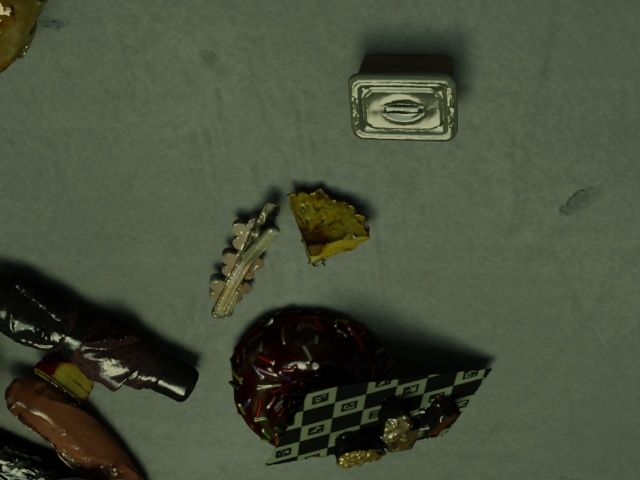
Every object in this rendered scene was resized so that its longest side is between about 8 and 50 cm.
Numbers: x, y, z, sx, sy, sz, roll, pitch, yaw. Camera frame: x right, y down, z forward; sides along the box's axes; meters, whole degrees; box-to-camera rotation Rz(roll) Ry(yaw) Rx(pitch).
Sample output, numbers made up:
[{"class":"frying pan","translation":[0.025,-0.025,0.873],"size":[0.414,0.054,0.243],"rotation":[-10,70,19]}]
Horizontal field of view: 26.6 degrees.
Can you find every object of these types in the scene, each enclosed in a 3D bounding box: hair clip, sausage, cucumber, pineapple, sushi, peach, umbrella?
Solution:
[{"class":"hair clip","translation":[-0.099,0.022,1.743],"size":[0.062,0.056,0.214],"rotation":[12,141,-20]},{"class":"sausage","translation":[-0.347,0.313,2.013],"size":[0.087,0.079,0.327],"rotation":[-25,123,14]},{"class":"cucumber","translation":[-0.507,0.320,2.056],"size":[0.303,0.072,0.081],"rotation":[27,142,-10]},{"class":"pineapple","translation":[0.000,0.000,1.690],"size":[0.114,0.077,0.114],"rotation":[19,144,1]},{"class":"sushi","translation":[0.086,0.251,1.797],"size":[0.279,0.043,0.193],"rotation":[-4,144,-27]},{"class":"peach","translation":[-0.360,0.191,1.930],"size":[0.083,0.050,0.077],"rotation":[35,160,2]},{"class":"umbrella","translation":[-0.317,0.139,1.856],"size":[0.326,0.090,0.094],"rotation":[28,107,-11]}]

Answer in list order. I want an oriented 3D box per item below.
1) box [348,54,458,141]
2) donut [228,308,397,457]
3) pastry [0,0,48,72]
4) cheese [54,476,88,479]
[{"class":"box","translation":[0.096,-0.164,1.536],"size":[0.122,0.062,0.089],"rotation":[2,129,9]},{"class":"donut","translation":[-0.018,0.198,1.838],"size":[0.230,0.096,0.216],"rotation":[-28,119,31]},{"class":"pastry","translation":[-0.435,-0.284,1.513],"size":[0.257,0.121,0.235],"rotation":[39,130,-23]},{"class":"cheese","translation":[-0.383,0.397,2.019],"size":[0.191,0.042,0.105],"rotation":[-28,120,34]}]
